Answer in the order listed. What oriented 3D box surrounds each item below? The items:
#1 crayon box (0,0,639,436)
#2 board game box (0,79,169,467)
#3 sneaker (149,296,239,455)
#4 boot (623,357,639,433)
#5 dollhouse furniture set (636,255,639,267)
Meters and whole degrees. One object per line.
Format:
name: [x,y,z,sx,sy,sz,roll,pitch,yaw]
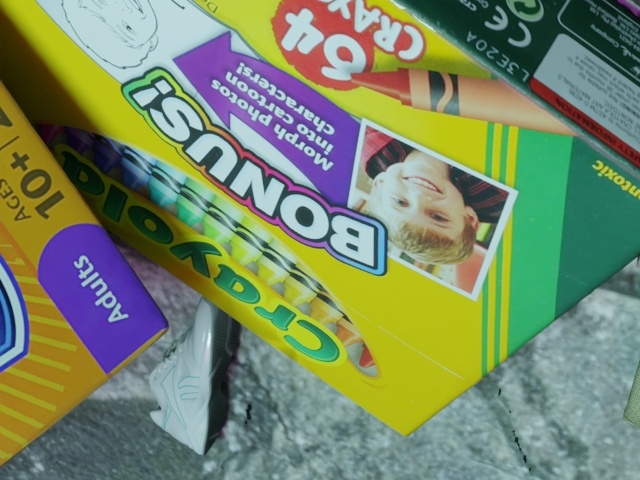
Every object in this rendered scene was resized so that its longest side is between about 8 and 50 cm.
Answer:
crayon box: [-0.017,-0.075,0.648,0.363,0.106,0.313,35,145,-1]
board game box: [-0.379,0.011,0.683,0.357,0.356,0.356,57,156,-15]
sneaker: [-0.101,0.099,0.887,0.061,0.054,0.152,21,125,12]
boot: [0.297,0.147,0.724,0.203,0.095,0.262,31,167,33]
dollhouse furniture set: [0.324,-0.034,0.588,0.262,0.135,0.259,23,124,8]
